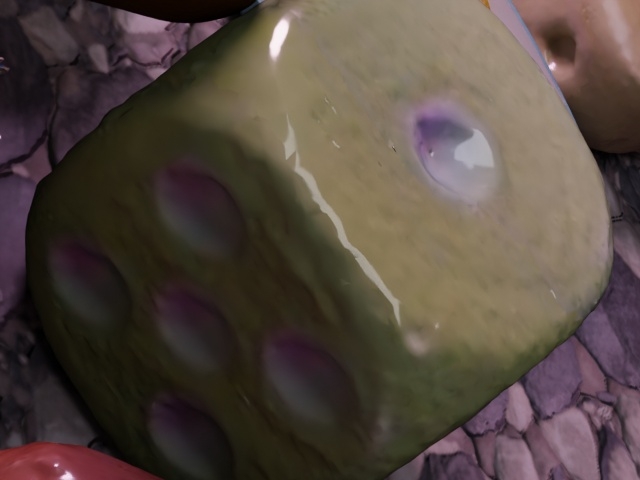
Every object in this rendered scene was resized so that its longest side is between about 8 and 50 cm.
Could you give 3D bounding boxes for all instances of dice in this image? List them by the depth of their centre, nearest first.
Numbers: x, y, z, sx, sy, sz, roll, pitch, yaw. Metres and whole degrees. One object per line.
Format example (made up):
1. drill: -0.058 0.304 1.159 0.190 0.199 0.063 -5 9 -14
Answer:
1. dice: 0.000 0.000 1.133 0.252 0.250 0.254 -35 92 -48

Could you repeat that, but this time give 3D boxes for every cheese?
1. cheese: 0.254 -0.170 1.562 0.218 0.117 0.235 35 51 -25

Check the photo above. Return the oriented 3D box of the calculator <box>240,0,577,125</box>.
1. calculator: 0.042 -0.173 1.415 0.256 0.054 0.386 -24 83 -47

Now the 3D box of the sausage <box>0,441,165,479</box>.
1. sausage: -0.101 0.196 1.006 0.280 0.152 0.152 31 49 -29

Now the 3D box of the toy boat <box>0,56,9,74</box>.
1. toy boat: -0.266 -0.087 1.063 0.210 0.066 0.084 0 67 -52

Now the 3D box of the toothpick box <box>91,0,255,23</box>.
1. toothpick box: -0.176 -0.198 1.019 0.294 0.192 0.192 2 63 -13
